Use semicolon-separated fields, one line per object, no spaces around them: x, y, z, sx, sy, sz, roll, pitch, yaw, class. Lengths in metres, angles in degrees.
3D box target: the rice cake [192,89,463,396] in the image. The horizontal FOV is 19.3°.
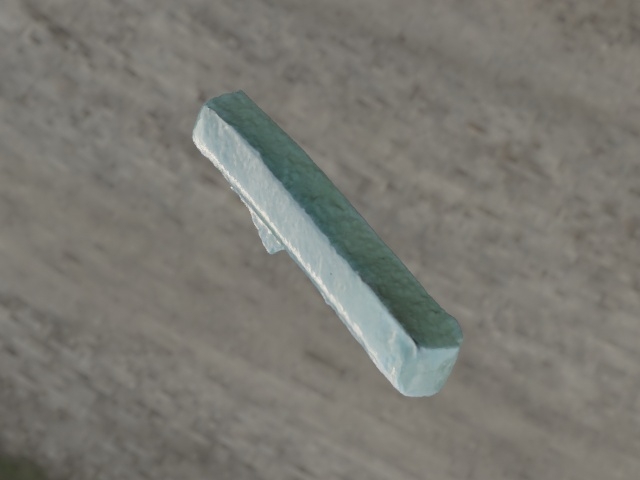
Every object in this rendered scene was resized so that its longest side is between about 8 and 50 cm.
0.000;0.000;0.830;0.180;0.030;0.042;49;138;33;rice cake
